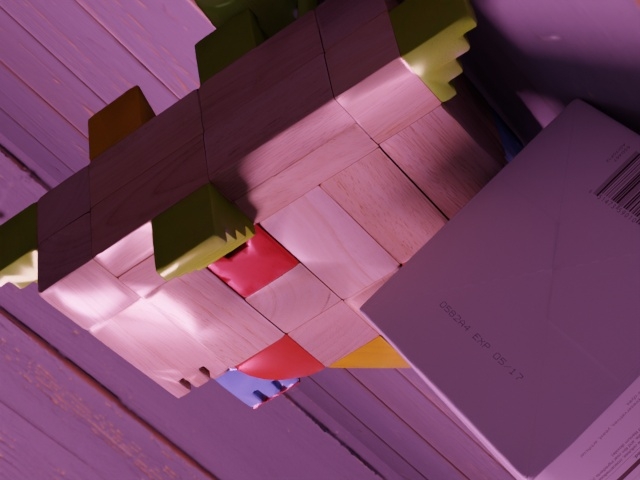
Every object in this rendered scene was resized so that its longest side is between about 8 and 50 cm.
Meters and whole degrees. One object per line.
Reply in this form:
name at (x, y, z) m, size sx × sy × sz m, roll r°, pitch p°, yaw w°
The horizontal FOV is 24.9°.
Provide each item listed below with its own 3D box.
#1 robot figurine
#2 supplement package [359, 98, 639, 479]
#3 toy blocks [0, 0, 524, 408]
robot figurine at (-0.045, -0.167, 1.021) m, size 0.101 × 0.067 × 0.115 m, roll 8°, pitch 151°, yaw 41°
supplement package at (0.204, 0.092, 0.911) m, size 0.263 × 0.198 × 0.199 m, roll 46°, pitch 179°, yaw -38°
toy blocks at (0.000, 0.000, 1.003) m, size 0.261 × 0.381 × 0.191 m, roll 42°, pitch -156°, yaw -38°
